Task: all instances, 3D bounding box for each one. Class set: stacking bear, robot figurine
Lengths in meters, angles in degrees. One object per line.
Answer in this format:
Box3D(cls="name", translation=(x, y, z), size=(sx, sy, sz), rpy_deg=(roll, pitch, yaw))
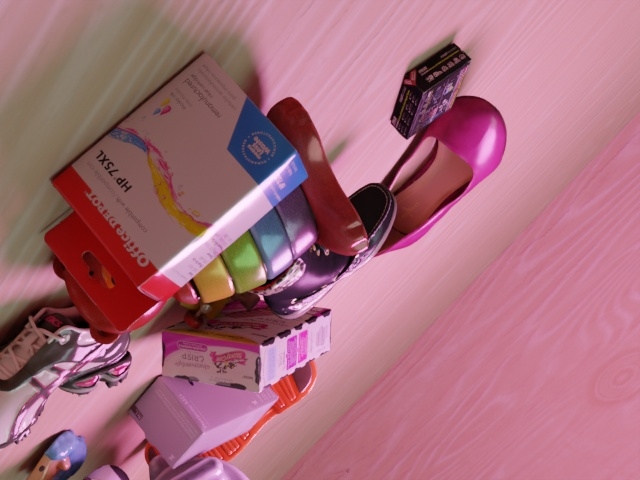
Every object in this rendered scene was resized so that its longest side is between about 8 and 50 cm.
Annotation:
Box3D(cls="stacking bear", translation=(-0.126, -0.004, 0.998), size=(0.289, 0.175, 0.164), rpy_deg=(-29, -171, -11))
Box3D(cls="robot figurine", translation=(-0.210, 0.509, 1.672), size=(0.200, 0.300, 0.353), rpy_deg=(-23, 151, -25))

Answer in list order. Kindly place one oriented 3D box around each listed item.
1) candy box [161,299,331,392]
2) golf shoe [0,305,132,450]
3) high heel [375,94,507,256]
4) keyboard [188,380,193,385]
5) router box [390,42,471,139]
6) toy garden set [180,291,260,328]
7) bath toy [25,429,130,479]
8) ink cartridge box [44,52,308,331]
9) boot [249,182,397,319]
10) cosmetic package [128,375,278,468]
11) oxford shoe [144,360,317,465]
Box3D(cls="candy box", translation=(-0.102, 0.145, 1.400), size=(0.233, 0.159, 0.071), rpy_deg=(-21, 114, -64))
Box3D(cls="golf shoe", translation=(-0.320, 0.133, 1.037), size=(0.273, 0.105, 0.120), rpy_deg=(-31, 143, -48))
Box3D(cls="high heel", translation=(0.171, -0.083, 1.515), size=(0.181, 0.127, 0.377), rpy_deg=(-47, 171, -22))
Box3D(cls="keyboard", translation=(-0.197, 0.167, 1.520), size=(0.100, 0.038, 0.192), rpy_deg=(-62, 169, -18))
Box3D(cls="router box", translation=(0.150, -0.204, 1.328), size=(0.092, 0.038, 0.122), rpy_deg=(-35, 163, -21))
Box3D(cls="toy garden set", translation=(-0.086, 0.028, 1.371), size=(0.204, 0.049, 0.244), rpy_deg=(-49, 164, 17))
Box3D(cls="bath toy", translation=(-0.273, 0.430, 1.434), size=(0.129, 0.348, 0.151), rpy_deg=(-52, 176, 30))
Box3D(cls="ink cartridge box", translation=(-0.143, -0.041, 0.881), size=(0.231, 0.134, 0.078), rpy_deg=(-42, 165, -4))
Box3D(cls="boot", translation=(0.000, 0.002, 1.273), size=(0.236, 0.085, 0.178), rpy_deg=(-46, 161, 0))
Box3D(cls="cosmetic package", translation=(-0.194, 0.279, 1.632), size=(0.107, 0.127, 0.238), rpy_deg=(-48, 165, 21))
Box3D(cls="oxford shoe", translation=(-0.165, 0.325, 1.831), size=(0.364, 0.130, 0.133), rpy_deg=(-31, -177, -3))
